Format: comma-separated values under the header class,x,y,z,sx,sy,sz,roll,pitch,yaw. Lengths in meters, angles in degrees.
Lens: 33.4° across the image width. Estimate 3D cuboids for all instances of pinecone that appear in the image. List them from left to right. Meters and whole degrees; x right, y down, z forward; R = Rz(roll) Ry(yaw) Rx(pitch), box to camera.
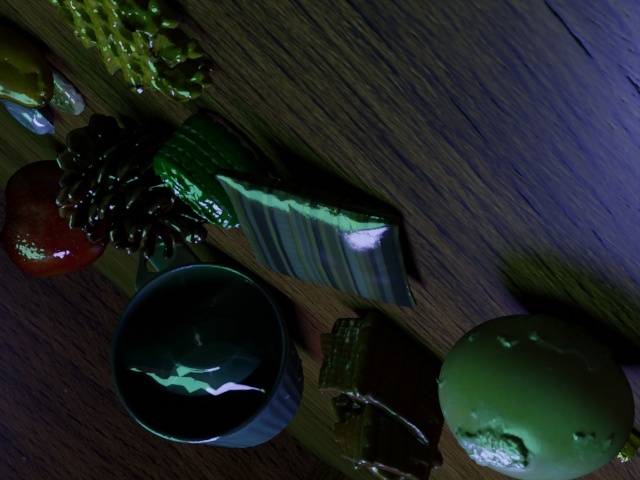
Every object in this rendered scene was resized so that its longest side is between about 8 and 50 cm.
class,x,y,z,sx,sy,sz,roll,pitch,yaw
pinecone,-0.238,-0.065,1.418,0.212,0.169,0.185,15,169,19

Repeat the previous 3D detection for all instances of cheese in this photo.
class,x,y,z,sx,sy,sz,roll,pitch,yaw
cheese,-0.513,-0.227,1.844,0.191,0.042,0.105,25,160,50

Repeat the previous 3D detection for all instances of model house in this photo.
class,x,y,z,sx,sy,sz,roll,pitch,yaw
model house,0.079,0.231,1.548,0.219,0.199,0.229,16,161,28

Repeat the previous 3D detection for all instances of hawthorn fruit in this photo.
class,x,y,z,sx,sy,sz,roll,pitch,yaw
hawthorn fruit,-0.483,-0.040,2.037,0.266,0.230,0.210,4,162,26

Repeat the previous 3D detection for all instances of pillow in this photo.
class,x,y,z,sx,sy,sz,roll,pitch,yaw
pillow,0.000,0.000,1.197,0.212,0.052,0.208,15,156,18

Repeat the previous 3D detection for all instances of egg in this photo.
class,x,y,z,sx,sy,sz,roll,pitch,yaw
egg,0.206,0.151,1.025,0.201,0.164,0.164,10,150,51

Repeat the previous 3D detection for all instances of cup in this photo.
class,x,y,z,sx,sy,sz,roll,pitch,yaw
cup,-0.185,0.193,1.992,0.310,0.401,0.392,1,163,8

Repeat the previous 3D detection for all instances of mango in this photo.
class,x,y,z,sx,sy,sz,roll,pitch,yaw
mango,-0.434,-0.243,1.492,0.159,0.105,0.084,21,-166,9

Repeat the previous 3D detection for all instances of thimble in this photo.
class,x,y,z,sx,sy,sz,roll,pitch,yaw
thimble,-0.127,-0.080,1.251,0.130,0.090,0.118,42,168,-13

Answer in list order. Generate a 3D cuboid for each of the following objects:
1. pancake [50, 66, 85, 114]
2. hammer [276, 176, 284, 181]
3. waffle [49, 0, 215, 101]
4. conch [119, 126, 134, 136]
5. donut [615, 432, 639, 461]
class,x,y,z,sx,sy,sz,roll,pitch,yaw
pancake,-0.408,-0.237,1.586,0.139,0.022,0.139,35,165,11
hammer,-0.009,-0.038,1.252,0.110,0.019,0.035,42,166,4
waffle,-0.209,-0.227,1.073,0.231,0.051,0.228,46,167,-28
conch,-0.283,-0.122,1.535,0.089,0.074,0.121,31,166,38
donut,0.328,0.229,1.215,0.083,0.038,0.067,29,161,38
